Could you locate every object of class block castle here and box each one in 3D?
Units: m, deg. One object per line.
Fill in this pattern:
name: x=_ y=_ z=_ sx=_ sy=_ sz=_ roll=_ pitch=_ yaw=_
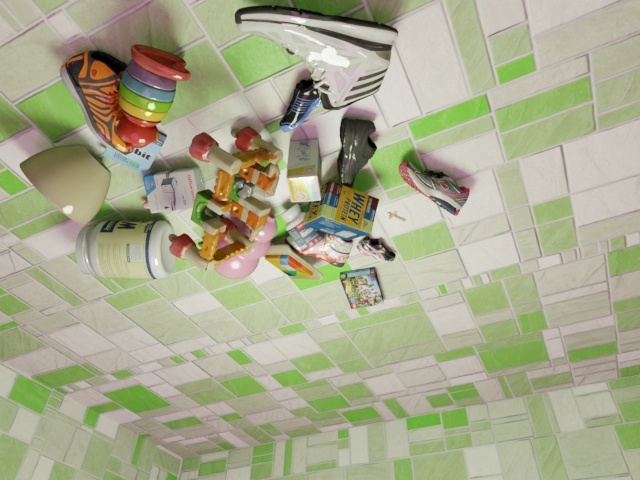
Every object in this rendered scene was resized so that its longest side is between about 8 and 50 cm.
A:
block castle: x=-0.329 y=-0.148 z=1.660 sx=0.213 sy=0.303 sz=0.453 roll=32 pitch=122 yaw=20

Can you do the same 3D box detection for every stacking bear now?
stacking bear: x=-0.516 y=-0.407 z=1.466 sx=0.164 sy=0.175 sz=0.288 roll=13 pitch=119 yaw=-30

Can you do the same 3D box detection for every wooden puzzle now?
wooden puzzle: x=-0.134 y=0.100 z=2.086 sx=0.221 sy=0.044 sz=0.239 roll=-2 pitch=143 yaw=47

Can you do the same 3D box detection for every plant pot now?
plant pot: x=-0.842 y=-0.218 z=1.704 sx=0.191 sy=0.284 sz=0.284 roll=-43 pitch=130 yaw=-7

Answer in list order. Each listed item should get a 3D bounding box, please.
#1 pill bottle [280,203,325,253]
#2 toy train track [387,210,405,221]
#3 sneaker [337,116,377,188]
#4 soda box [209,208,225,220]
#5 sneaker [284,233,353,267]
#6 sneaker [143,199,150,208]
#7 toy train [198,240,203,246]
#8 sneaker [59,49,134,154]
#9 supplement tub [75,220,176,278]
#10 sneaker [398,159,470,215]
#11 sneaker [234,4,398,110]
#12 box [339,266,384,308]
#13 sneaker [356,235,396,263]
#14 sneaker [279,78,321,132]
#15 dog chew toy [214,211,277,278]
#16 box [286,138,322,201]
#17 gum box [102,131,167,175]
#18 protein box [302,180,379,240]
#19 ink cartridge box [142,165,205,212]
pill bottle: x=-0.071 y=-0.047 z=1.912 sx=0.108 sy=0.108 sz=0.180 roll=-31 pitch=99 yaw=29
toy train track: x=0.302 y=-0.091 z=1.962 sx=0.083 sy=0.014 sz=0.048 roll=21 pitch=133 yaw=-20
sneaker: x=0.126 y=-0.289 z=1.699 sx=0.130 sy=0.109 sz=0.286 roll=-3 pitch=140 yaw=-7
soda box: x=-0.438 y=-0.118 z=1.921 sx=0.060 sy=0.053 sz=0.168 roll=-16 pitch=133 yaw=18
sneaker: x=0.001 y=0.000 z=2.019 sx=0.270 sy=0.090 sz=0.144 roll=22 pitch=118 yaw=-7
sneaker: x=-0.619 y=-0.163 z=1.886 sx=0.135 sy=0.051 sz=0.070 roll=-2 pitch=123 yaw=13
toy train: x=-0.480 y=0.006 z=2.079 sx=0.083 sy=0.017 sz=0.024 roll=-26 pitch=140 yaw=25
sneaker: x=-0.637 y=-0.425 z=1.523 sx=0.180 sy=0.124 sz=0.321 roll=-19 pitch=119 yaw=17
supplement tub: x=-0.762 y=0.037 z=1.962 sx=0.325 sy=0.235 sz=0.235 roll=0 pitch=136 yaw=1
sneaker: x=0.405 y=-0.207 z=1.783 sx=0.299 sy=0.121 sz=0.112 roll=29 pitch=101 yaw=-25
sneaker: x=-0.022 y=-0.499 z=1.386 sx=0.448 sy=0.169 sz=0.257 roll=6 pitch=117 yaw=-8
box: x=0.192 y=0.221 z=2.269 sx=0.159 sy=0.044 sz=0.233 roll=-11 pitch=135 yaw=12
sneaker: x=0.244 y=0.036 z=2.060 sx=0.178 sy=0.072 sz=0.077 roll=18 pitch=124 yaw=-24
sneaker: x=-0.061 y=-0.442 z=1.561 sx=0.232 sy=0.081 sz=0.090 roll=-37 pitch=122 yaw=25
dog chew toy: x=-0.291 y=0.006 z=1.954 sx=0.207 sy=0.206 sz=0.332 roll=31 pitch=121 yaw=-27
box: x=-0.053 y=-0.238 z=1.678 sx=0.103 sy=0.203 sz=0.114 roll=-4 pitch=136 yaw=5
gum box: x=-0.644 y=-0.328 z=1.714 sx=0.157 sy=0.041 sz=0.184 roll=28 pitch=129 yaw=-24
protein box: x=0.071 y=-0.102 z=1.807 sx=0.200 sy=0.135 sz=0.201 roll=19 pitch=166 yaw=-18
ink cartridge box: x=-0.526 y=-0.184 z=1.796 sx=0.191 sy=0.082 sz=0.139 roll=-7 pitch=106 yaw=7
